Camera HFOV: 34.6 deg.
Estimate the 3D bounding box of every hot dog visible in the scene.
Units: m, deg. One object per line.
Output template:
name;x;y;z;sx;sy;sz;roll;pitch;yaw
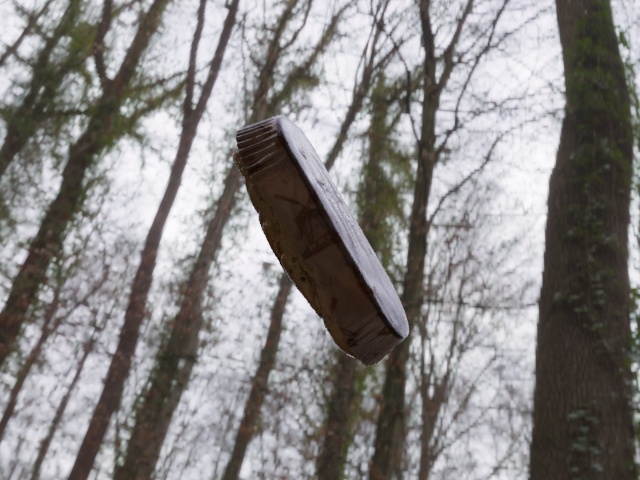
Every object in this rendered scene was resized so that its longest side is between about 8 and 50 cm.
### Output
hot dog;0.000;0.000;1.014;0.075;0.144;0.268;-30;-91;13
